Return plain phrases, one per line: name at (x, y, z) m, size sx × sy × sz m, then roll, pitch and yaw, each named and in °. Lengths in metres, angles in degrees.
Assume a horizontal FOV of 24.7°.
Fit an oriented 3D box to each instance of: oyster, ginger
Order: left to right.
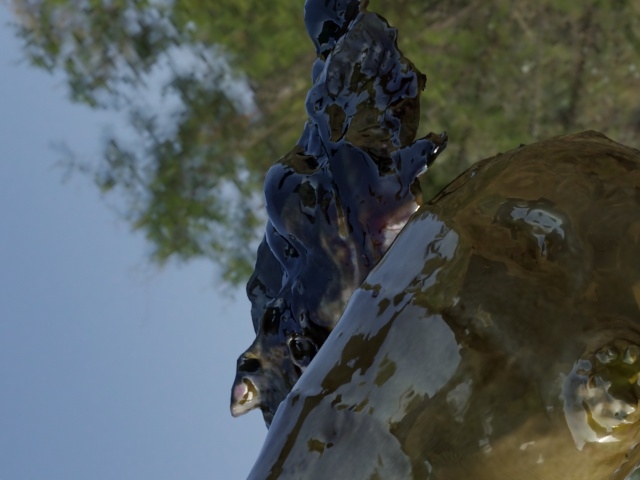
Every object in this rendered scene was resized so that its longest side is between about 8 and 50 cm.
oyster at (-0.002, 0.008, 0.986) m, size 0.221 × 0.096 × 0.361 m, roll -95°, pitch 13°, yaw -57°
ginger at (0.003, 0.105, 0.592) m, size 0.166 × 0.375 × 0.236 m, roll 61°, pitch 163°, yaw -23°
